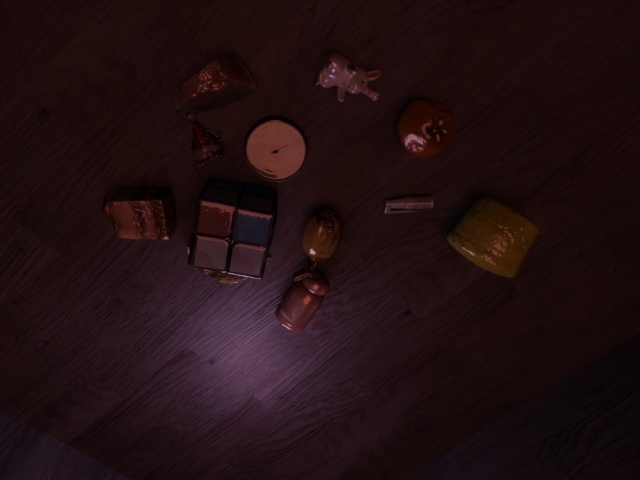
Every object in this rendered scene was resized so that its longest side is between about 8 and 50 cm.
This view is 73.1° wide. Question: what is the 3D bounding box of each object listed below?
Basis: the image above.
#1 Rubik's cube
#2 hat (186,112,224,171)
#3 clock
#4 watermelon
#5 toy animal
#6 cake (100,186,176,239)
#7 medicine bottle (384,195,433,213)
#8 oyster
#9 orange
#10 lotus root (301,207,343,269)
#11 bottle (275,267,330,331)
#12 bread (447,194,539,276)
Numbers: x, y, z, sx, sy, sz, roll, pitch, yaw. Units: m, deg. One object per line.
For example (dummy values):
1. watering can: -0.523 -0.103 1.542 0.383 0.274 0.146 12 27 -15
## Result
1. Rubik's cube: -0.361 -0.061 1.828 0.313 0.318 0.316 11 113 -9
2. hat: -0.497 -0.419 1.775 0.140 0.129 0.227 -20 100 30
3. clock: -0.187 -0.383 1.835 0.280 0.055 0.281 -2 116 -4
4. watermelon: -0.414 -0.603 1.627 0.318 0.226 0.148 -19 90 -9
5. toy animal: 0.123 -0.631 1.698 0.282 0.138 0.140 25 142 -12
6. cake: -0.773 -0.112 1.826 0.292 0.196 0.199 -2 118 -6
7. medicine bottle: 0.407 -0.163 2.003 0.220 0.061 0.092 -2 135 -4
8. oyster: -0.437 0.108 2.035 0.396 0.111 0.204 11 131 -12
9. orange: 0.438 -0.459 1.791 0.248 0.183 0.249 -2 114 -5
10. lotus root: 0.000 0.000 1.978 0.182 0.183 0.310 10 118 -10
11. bottle: -0.091 0.278 2.094 0.206 0.173 0.297 27 111 -25
12. bread: 0.795 -0.019 1.966 0.348 0.348 0.308 30 102 -18
